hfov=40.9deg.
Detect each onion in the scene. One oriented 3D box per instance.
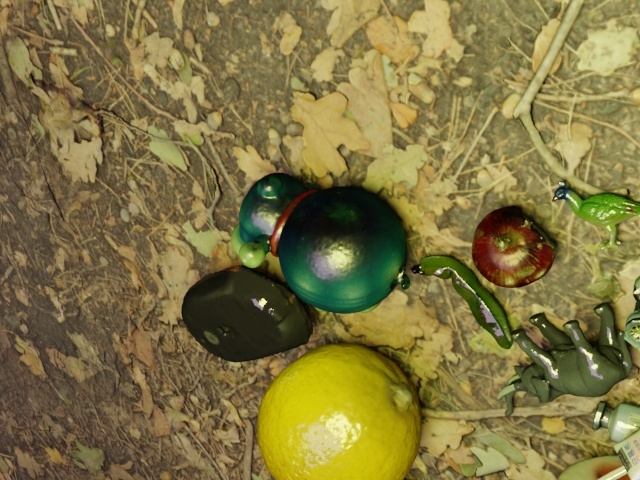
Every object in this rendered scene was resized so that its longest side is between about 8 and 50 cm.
[{"bbox_3d":[0.269,0.013,1.215,0.117,0.118,0.118,57,134,30],"label":"onion"}]

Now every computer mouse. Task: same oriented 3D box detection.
[{"bbox_3d":[-0.130,0.124,1.516,0.183,0.116,0.323,45,148,-17],"label":"computer mouse"}]

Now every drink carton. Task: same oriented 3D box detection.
[{"bbox_3d":[0.458,0.284,1.157,0.074,0.084,0.200,26,118,-27],"label":"drink carton"}]

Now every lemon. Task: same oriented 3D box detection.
[{"bbox_3d":[0.032,0.303,1.411,0.293,0.293,0.293,15,118,29],"label":"lemon"}]

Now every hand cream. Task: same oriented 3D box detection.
[{"bbox_3d":[0.523,0.291,1.205,0.271,0.058,0.091,15,106,25],"label":"hand cream"}]

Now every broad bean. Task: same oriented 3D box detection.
[{"bbox_3d":[0.230,0.084,1.317,0.195,0.046,0.061,39,120,11],"label":"broad bean"}]

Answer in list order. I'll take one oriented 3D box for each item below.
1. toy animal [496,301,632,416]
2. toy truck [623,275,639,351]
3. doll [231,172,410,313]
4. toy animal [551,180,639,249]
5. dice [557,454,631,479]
[{"bbox_3d":[0.338,0.177,1.260,0.269,0.082,0.137,-31,90,49],"label":"toy animal"},{"bbox_3d":[0.504,0.088,1.097,0.140,0.108,0.256,43,131,-5],"label":"toy truck"},{"bbox_3d":[0.000,-0.001,1.336,0.322,0.198,0.186,24,148,20],"label":"doll"},{"bbox_3d":[0.416,-0.018,1.147,0.217,0.041,0.075,19,114,22],"label":"toy animal"},{"bbox_3d":[0.436,0.472,1.217,0.259,0.251,0.243,16,120,28],"label":"dice"}]
